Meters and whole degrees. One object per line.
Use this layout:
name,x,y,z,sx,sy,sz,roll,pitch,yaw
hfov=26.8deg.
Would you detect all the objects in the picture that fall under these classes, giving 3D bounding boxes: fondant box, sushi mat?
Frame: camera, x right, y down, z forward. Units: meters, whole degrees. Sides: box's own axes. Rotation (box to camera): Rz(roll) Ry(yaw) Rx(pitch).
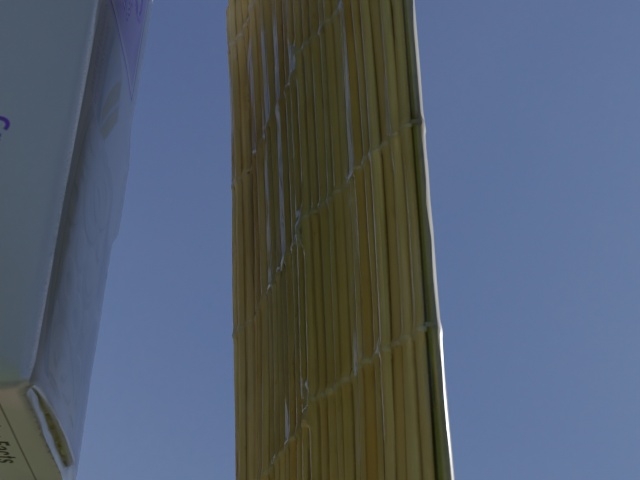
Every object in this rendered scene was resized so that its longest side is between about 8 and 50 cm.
fondant box,-0.236,-0.048,0.471,0.330,0.238,0.096,4,-30,0
sushi mat,0.000,0.000,0.448,0.019,0.316,0.151,9,-30,-20
